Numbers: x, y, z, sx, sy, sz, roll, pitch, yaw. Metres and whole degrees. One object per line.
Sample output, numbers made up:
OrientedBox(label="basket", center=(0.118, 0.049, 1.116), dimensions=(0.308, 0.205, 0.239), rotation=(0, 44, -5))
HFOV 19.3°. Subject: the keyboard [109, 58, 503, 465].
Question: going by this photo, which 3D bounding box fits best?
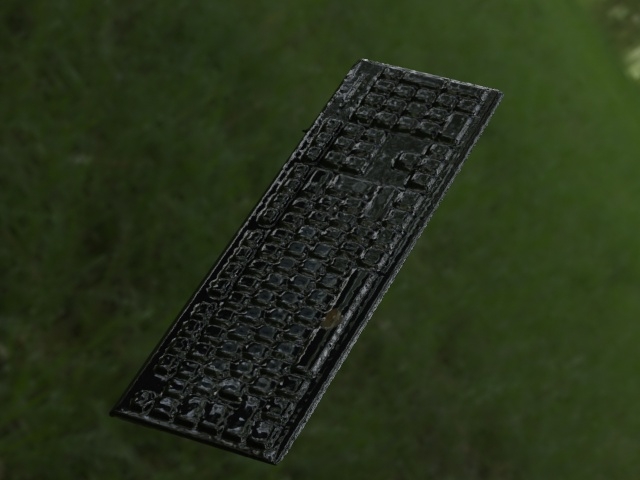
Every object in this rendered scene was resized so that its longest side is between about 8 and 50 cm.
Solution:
OrientedBox(label="keyboard", center=(0.000, 0.000, 0.654), dimensions=(0.010, 0.063, 0.198), rotation=(83, 29, -42))
